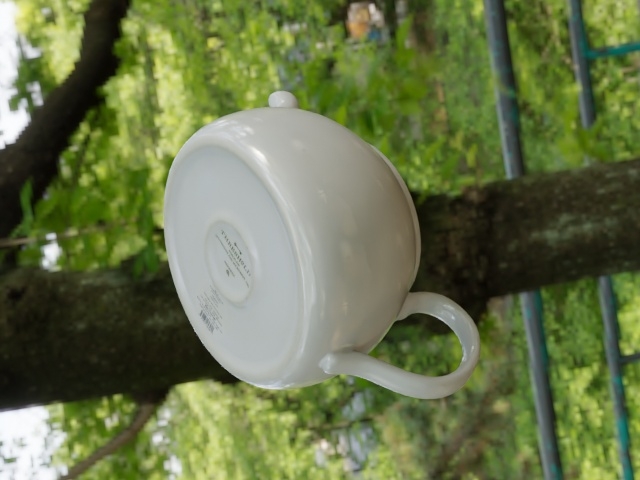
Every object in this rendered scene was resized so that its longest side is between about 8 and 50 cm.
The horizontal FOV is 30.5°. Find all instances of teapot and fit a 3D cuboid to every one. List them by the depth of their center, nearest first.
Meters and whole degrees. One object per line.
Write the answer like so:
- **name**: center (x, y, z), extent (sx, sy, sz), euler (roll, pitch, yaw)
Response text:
- **teapot**: center (0.000, 0.000, 1.002), extent (0.252, 0.187, 0.256), euler (4, 105, 54)
